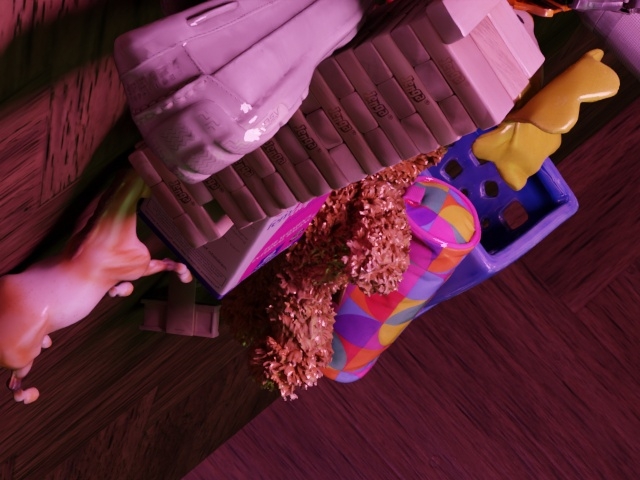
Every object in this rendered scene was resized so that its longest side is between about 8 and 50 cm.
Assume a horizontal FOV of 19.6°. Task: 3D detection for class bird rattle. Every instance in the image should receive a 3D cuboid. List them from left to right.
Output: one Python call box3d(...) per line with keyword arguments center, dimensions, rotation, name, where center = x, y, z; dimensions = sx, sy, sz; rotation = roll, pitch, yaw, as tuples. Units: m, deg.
box3d(center=(0.117, -0.160, 1.611), dimensions=(0.143, 0.253, 0.207), rotation=(-55, -156, 38), name="bird rattle")

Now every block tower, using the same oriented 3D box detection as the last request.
box3d(center=(0.005, -0.092, 1.328), dimensions=(0.335, 0.097, 0.091), rotation=(-23, -162, 41), name="block tower")

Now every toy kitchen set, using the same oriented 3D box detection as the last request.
box3d(center=(-0.137, 0.060, 1.944), dimensions=(0.075, 0.083, 0.068), rotation=(-15, 110, -71), name="toy kitchen set")

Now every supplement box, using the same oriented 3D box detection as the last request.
box3d(center=(-0.053, -0.066, 1.554), dimensions=(0.111, 0.114, 0.220), rotation=(-37, 168, -35), name="supplement box")

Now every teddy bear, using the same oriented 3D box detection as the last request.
box3d(center=(-0.005, -0.018, 1.718), dimensions=(0.113, 0.245, 0.338), rotation=(17, 132, -26), name="teddy bear")

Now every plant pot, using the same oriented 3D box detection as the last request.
box3d(center=(0.093, -0.042, 1.942), dimensions=(0.212, 0.236, 0.236), rotation=(-40, 174, 35), name="plant pot")

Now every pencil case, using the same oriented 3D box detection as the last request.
box3d(center=(0.057, 0.041, 1.793), dimensions=(0.104, 0.104, 0.236), rotation=(-31, 164, -52), name="pencil case")

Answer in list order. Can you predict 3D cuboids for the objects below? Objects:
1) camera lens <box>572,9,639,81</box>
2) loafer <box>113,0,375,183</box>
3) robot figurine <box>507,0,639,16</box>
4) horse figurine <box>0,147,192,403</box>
box3d(center=(0.424, -0.273, 2.090), dimensions=(0.219, 0.274, 0.219), rotation=(-41, 171, -8), name="camera lens")
box3d(center=(-0.045, -0.150, 1.209), dimensions=(0.112, 0.111, 0.319), rotation=(-29, -165, 25), name="loafer")
box3d(center=(0.202, -0.253, 1.601), dimensions=(0.291, 0.211, 0.085), rotation=(-26, 128, -61), name="robot figurine")
box3d(center=(-0.212, 0.047, 1.519), dimensions=(0.263, 0.066, 0.174), rotation=(-35, 158, -5), name="horse figurine")
